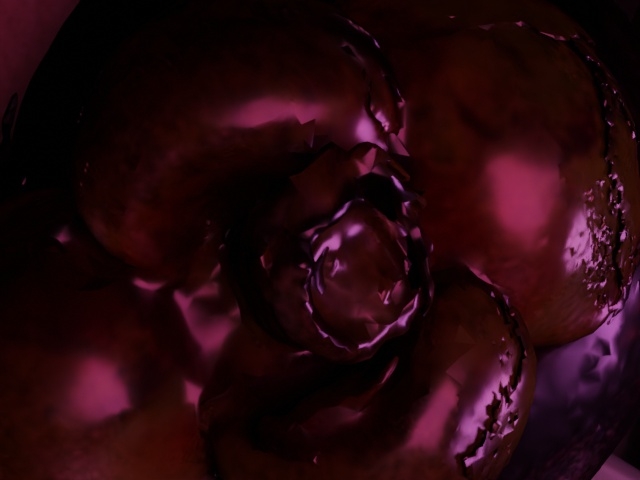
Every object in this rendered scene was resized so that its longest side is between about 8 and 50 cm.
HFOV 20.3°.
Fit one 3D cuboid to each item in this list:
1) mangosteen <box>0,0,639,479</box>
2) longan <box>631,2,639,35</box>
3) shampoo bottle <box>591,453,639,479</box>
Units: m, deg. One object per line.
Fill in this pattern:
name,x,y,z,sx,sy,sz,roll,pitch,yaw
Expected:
mangosteen,0.000,0.017,0.923,0.380,0.421,0.381,5,119,9
longan,0.360,-0.053,1.051,0.391,0.391,0.391,-4,99,-23
shampoo bottle,0.217,0.238,1.137,0.359,0.078,0.134,42,103,6
